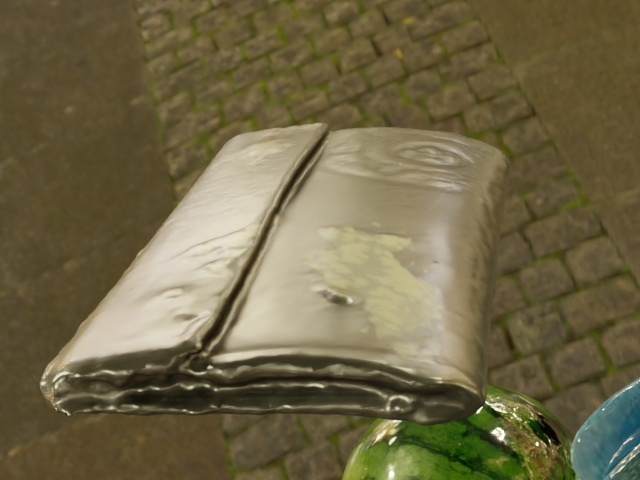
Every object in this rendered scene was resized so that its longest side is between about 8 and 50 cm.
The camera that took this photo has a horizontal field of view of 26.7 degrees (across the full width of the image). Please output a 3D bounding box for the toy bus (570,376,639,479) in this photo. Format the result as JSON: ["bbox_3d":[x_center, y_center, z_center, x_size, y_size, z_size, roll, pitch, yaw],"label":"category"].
[{"bbox_3d":[0.196,0.175,0.359,0.152,0.312,0.190,-43,4,40],"label":"toy bus"}]

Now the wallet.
[{"bbox_3d":[0.000,0.000,0.636,0.170,0.044,0.321,3,19,9],"label":"wallet"}]

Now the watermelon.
[{"bbox_3d":[0.115,0.194,0.957,0.215,0.188,0.188,0,45,49],"label":"watermelon"}]
